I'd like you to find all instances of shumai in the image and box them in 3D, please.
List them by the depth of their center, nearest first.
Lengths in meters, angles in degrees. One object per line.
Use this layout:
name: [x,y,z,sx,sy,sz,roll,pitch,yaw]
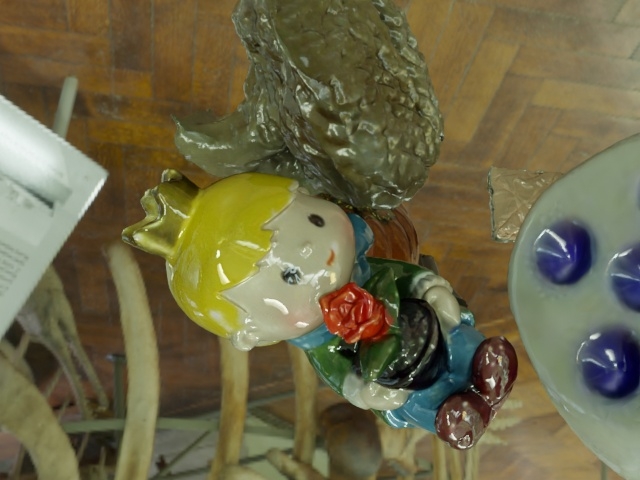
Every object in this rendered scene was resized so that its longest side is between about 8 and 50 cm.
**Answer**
shumai: [-0.017,-0.109,0.605,0.176,0.166,0.205,-15,107,39]

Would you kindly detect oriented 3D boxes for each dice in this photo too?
dice: [0.342,0.058,0.692,0.259,0.251,0.243,21,135,-42]

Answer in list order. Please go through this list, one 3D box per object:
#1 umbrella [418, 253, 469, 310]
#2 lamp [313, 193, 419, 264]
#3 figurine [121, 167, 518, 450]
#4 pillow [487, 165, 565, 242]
umbrella: [0.162,0.127,1.079,0.118,0.340,0.118,-1,123,-1]
lamp: [0.000,0.000,0.858,0.223,0.223,0.196,14,124,-20]
figurine: [-0.001,0.037,0.492,0.127,0.185,0.234,-49,118,-4]
pillow: [0.361,-0.046,1.148,0.233,0.126,0.043,6,152,1]
